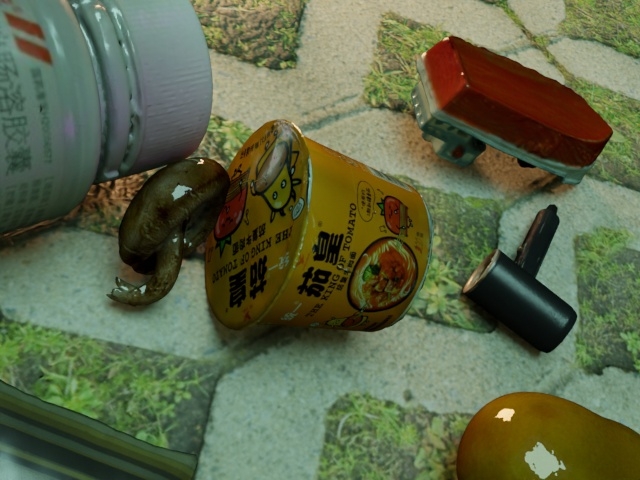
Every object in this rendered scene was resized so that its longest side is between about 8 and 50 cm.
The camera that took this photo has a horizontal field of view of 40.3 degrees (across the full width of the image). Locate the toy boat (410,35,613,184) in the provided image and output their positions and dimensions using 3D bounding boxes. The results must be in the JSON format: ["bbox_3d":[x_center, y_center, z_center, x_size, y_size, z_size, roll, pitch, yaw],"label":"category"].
[{"bbox_3d":[0.263,-0.151,1.199,0.332,0.133,0.145,16,46,-30],"label":"toy boat"}]

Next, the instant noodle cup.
[{"bbox_3d":[0.000,0.000,0.901,0.172,0.216,0.216,14,51,-29],"label":"instant noodle cup"}]

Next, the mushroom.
[{"bbox_3d":[-0.158,-0.011,0.872,0.080,0.135,0.170,29,77,13],"label":"mushroom"}]

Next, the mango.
[{"bbox_3d":[0.255,0.251,0.886,0.254,0.139,0.175,20,57,-21],"label":"mango"}]

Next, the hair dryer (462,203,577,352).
[{"bbox_3d":[0.284,0.027,1.117,0.128,0.070,0.255,39,44,2],"label":"hair dryer"}]

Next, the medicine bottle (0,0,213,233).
[{"bbox_3d":[-0.289,-0.139,0.808,0.325,0.256,0.256,-18,67,-38],"label":"medicine bottle"}]

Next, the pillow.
[{"bbox_3d":[-0.223,0.234,0.707,0.208,0.052,0.212,25,51,-12],"label":"pillow"}]
